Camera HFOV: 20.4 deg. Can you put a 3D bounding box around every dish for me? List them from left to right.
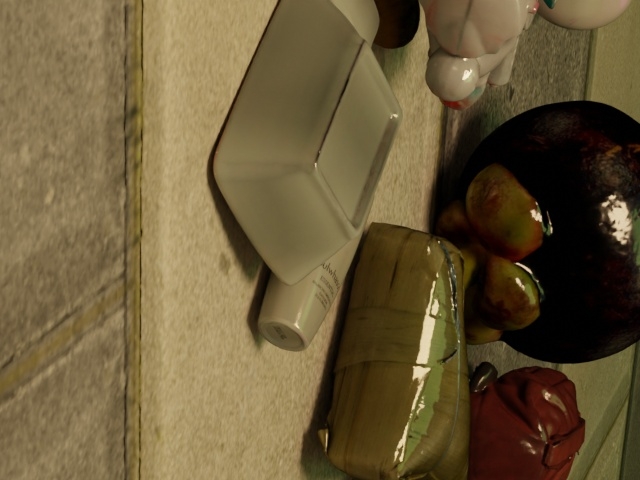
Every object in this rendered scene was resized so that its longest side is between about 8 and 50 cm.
[{"bbox_3d":[0.010,-0.096,1.312,0.154,0.064,0.234,58,43,-48],"label":"dish"}]

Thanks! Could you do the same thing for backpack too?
[{"bbox_3d":[0.232,0.241,2.052,0.229,0.139,0.229,-41,137,-54],"label":"backpack"}]

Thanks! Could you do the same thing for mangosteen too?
[{"bbox_3d":[0.226,0.001,1.797,0.302,0.275,0.275,-17,122,-32],"label":"mangosteen"}]

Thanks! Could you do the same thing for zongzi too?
[{"bbox_3d":[0.102,0.117,1.614,0.256,0.115,0.228,26,74,-57],"label":"zongzi"}]

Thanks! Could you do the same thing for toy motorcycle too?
[{"bbox_3d":[0.125,-0.186,1.425,0.260,0.110,0.171,96,17,-67],"label":"toy motorcycle"}]

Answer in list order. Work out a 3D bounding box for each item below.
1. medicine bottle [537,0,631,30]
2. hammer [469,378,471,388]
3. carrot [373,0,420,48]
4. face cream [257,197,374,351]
[{"bbox_3d":[0.289,-0.382,1.876,0.130,0.130,0.341,-55,153,-50],"label":"medicine bottle"},{"bbox_3d":[0.060,0.242,1.700,0.427,0.044,0.152,-29,133,-63],"label":"hammer"},{"bbox_3d":[0.044,-0.260,1.360,0.260,0.070,0.070,82,27,-46],"label":"carrot"},{"bbox_3d":[0.000,0.000,1.392,0.072,0.051,0.182,58,44,-44],"label":"face cream"}]
